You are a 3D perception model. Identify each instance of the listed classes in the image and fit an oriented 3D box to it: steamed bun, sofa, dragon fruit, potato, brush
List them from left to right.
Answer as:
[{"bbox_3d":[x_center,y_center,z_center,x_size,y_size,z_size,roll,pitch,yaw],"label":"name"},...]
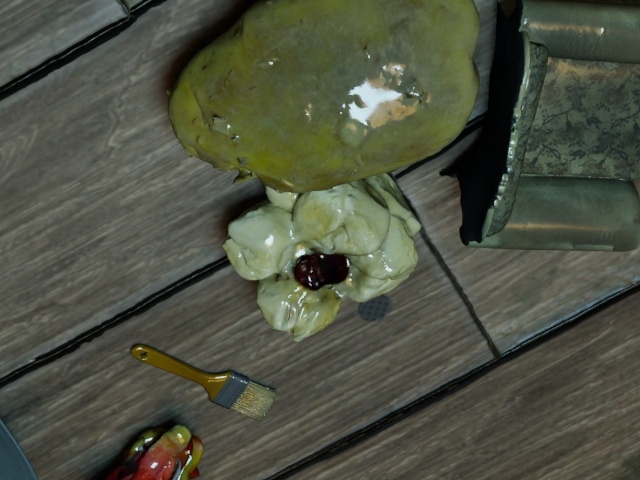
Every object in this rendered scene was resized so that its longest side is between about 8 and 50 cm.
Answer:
[{"bbox_3d":[-0.183,0.282,1.782,0.150,0.133,0.207,22,104,-21],"label":"dragon fruit"},{"bbox_3d":[-0.123,0.144,1.769,0.170,0.014,0.043,26,112,-26],"label":"brush"},{"bbox_3d":[0.000,0.000,1.648,0.177,0.106,0.192,-32,123,6],"label":"steamed bun"},{"bbox_3d":[0.007,-0.141,1.533,0.296,0.141,0.191,-17,107,8],"label":"potato"},{"bbox_3d":[0.241,-0.109,1.588,0.200,0.182,0.258,2,122,-15],"label":"sofa"}]

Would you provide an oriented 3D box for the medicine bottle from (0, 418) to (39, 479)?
[{"bbox_3d":[-0.443,0.287,1.646,0.306,0.245,0.245,-36,124,2],"label":"medicine bottle"}]
